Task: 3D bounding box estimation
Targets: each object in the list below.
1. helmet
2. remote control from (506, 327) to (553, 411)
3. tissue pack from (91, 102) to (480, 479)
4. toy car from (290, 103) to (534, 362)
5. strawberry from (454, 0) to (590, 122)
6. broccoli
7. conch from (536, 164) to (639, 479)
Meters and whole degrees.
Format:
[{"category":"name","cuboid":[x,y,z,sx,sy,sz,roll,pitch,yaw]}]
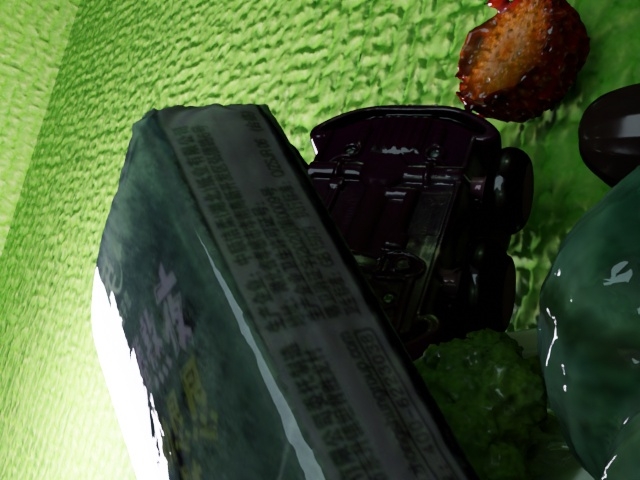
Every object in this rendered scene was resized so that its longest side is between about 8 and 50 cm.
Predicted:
[{"category":"helmet","cuboid":[0.275,-0.094,0.654,0.123,0.070,0.098,-13,64,49]},{"category":"remote control","cuboid":[0.289,0.079,0.496,0.344,0.145,0.050,-18,56,48]},{"category":"tissue pack","cuboid":[-0.042,0.121,0.478,0.361,0.122,0.259,61,142,33]},{"category":"toy car","cuboid":[0.065,0.045,0.738,0.271,0.240,0.341,6,51,25]},{"category":"strawberry","cuboid":[0.202,-0.179,0.769,0.145,0.086,0.145,-27,50,37]},{"category":"broccoli","cuboid":[0.173,0.204,0.496,0.302,0.186,0.254,23,135,20]},{"category":"conch","cuboid":[0.204,0.056,0.336,0.220,0.195,0.277,23,56,24]}]
